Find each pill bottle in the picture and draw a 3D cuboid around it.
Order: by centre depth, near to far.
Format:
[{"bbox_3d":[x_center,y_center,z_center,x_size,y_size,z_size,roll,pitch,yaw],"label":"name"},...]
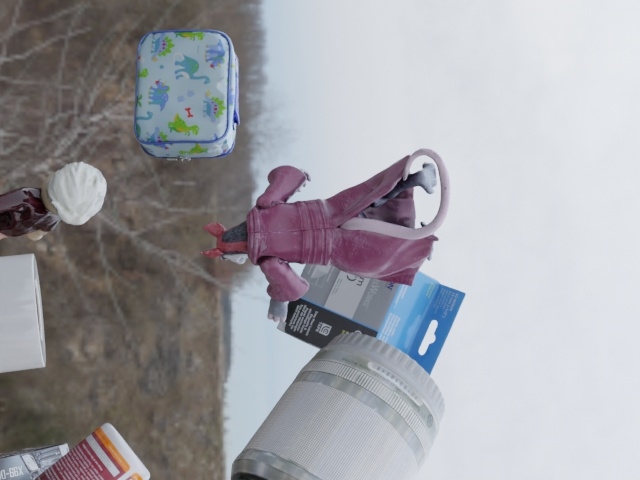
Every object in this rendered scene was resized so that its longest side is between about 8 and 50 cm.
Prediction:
[{"bbox_3d":[-0.280,0.289,1.111,0.086,0.152,0.086,46,-17,19],"label":"pill bottle"}]

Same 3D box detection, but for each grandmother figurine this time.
[{"bbox_3d":[-0.481,-0.041,1.472,0.208,0.342,0.104,-10,84,-71],"label":"grandmother figurine"}]

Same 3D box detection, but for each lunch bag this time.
[{"bbox_3d":[-0.224,-0.247,1.643,0.090,0.176,0.219,80,9,-73],"label":"lunch bag"}]

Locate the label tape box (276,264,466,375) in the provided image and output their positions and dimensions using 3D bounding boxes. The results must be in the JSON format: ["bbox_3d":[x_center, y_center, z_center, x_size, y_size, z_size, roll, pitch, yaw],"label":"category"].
[{"bbox_3d":[0.109,0.155,2.133,0.249,0.347,0.115,-65,150,-6],"label":"label tape box"}]

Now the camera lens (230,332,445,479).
[{"bbox_3d":[0.025,0.295,1.347,0.274,0.219,0.219,-52,167,-30],"label":"camera lens"}]

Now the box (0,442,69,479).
[{"bbox_3d":[-0.541,0.369,1.421,0.242,0.307,0.077,-24,-104,60],"label":"box"}]

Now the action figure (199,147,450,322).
[{"bbox_3d":[0.000,0.000,1.479,0.276,0.370,0.248,167,-84,-82],"label":"action figure"}]

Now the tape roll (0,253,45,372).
[{"bbox_3d":[-0.673,0.155,2.016,0.246,0.169,0.246,174,-90,-75],"label":"tape roll"}]
